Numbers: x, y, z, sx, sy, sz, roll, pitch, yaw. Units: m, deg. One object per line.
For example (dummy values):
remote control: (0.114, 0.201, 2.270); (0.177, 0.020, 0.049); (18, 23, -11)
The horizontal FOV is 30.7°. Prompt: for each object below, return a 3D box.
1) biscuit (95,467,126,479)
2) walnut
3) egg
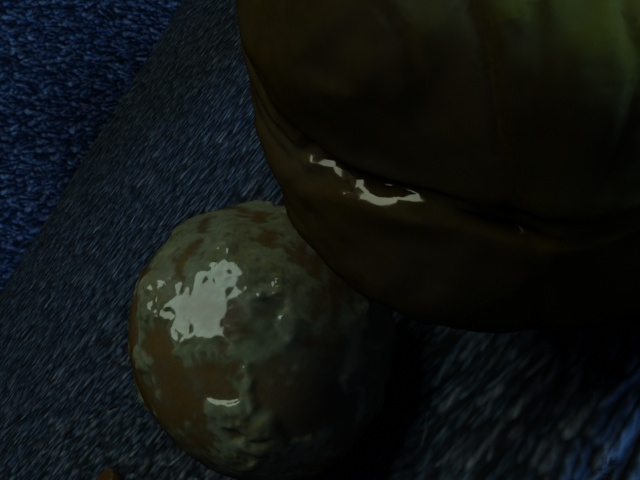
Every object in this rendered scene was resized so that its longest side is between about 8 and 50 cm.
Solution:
biscuit: (-0.235, 0.317, 1.121); (0.324, 0.049, 0.205); (-19, 37, 57)
walnut: (0.105, -0.142, 0.678); (0.354, 0.308, 0.398); (88, 177, -52)
egg: (-0.044, 0.077, 0.872); (0.203, 0.203, 0.245); (-48, 31, 15)
